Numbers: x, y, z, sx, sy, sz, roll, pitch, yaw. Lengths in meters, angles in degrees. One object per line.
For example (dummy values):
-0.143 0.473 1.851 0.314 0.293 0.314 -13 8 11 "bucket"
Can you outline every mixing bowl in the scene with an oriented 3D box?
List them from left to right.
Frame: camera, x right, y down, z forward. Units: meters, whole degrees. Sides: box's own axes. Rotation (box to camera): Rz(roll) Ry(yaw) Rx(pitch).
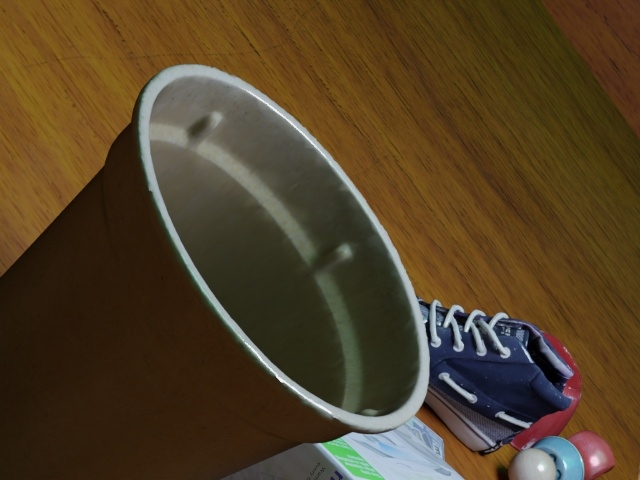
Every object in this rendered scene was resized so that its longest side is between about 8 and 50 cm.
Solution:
0.283 0.186 2.208 0.181 0.098 0.181 40 29 -28 "mixing bowl"

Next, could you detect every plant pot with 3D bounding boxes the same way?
-0.132 0.078 1.355 0.334 0.305 0.334 41 29 -28 "plant pot"

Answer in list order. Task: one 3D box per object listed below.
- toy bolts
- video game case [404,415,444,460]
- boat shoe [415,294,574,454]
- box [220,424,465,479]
0.347 0.315 2.058 0.158 0.218 0.228 6 31 -51 "toy bolts"
0.071 0.237 1.855 0.201 0.023 0.183 42 28 -26 "video game case"
0.161 0.113 1.994 0.340 0.158 0.127 41 36 -27 "boat shoe"
0.028 0.249 1.552 0.262 0.127 0.231 24 12 -48 "box"
